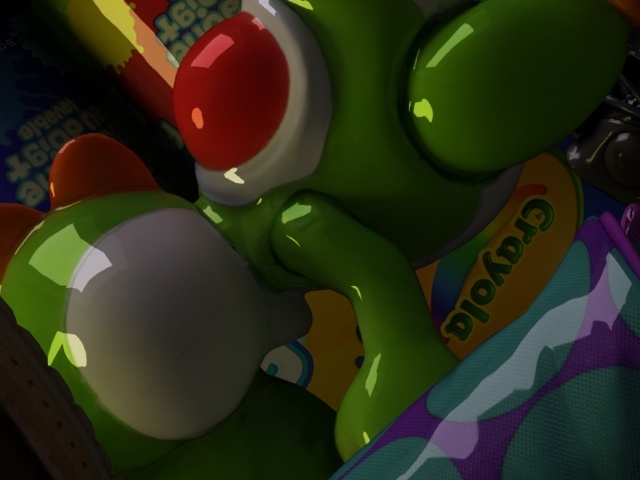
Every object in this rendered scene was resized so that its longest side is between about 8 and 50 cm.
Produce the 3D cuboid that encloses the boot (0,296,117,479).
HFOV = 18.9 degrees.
[{"bbox_3d":[-0.125,0.117,0.357,0.090,0.248,0.207,16,48,37],"label":"boot"}]

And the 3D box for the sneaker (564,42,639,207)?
[{"bbox_3d":[0.173,-0.081,0.820,0.130,0.087,0.227,-48,-15,-16],"label":"sneaker"}]

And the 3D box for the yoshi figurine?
[{"bbox_3d":[0.013,0.016,0.742,0.362,0.203,0.203,-44,-20,-5],"label":"yoshi figurine"}]

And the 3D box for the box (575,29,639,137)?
[{"bbox_3d":[0.218,-0.112,1.048,0.175,0.051,0.220,-42,-19,-12],"label":"box"}]

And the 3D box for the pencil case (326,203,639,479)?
[{"bbox_3d":[0.017,0.064,0.345,0.152,0.064,0.070,-43,25,14],"label":"pencil case"}]

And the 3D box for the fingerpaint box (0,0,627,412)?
[{"bbox_3d":[-0.119,0.017,0.966,0.445,0.371,0.163,-42,-3,-1],"label":"fingerpaint box"}]
